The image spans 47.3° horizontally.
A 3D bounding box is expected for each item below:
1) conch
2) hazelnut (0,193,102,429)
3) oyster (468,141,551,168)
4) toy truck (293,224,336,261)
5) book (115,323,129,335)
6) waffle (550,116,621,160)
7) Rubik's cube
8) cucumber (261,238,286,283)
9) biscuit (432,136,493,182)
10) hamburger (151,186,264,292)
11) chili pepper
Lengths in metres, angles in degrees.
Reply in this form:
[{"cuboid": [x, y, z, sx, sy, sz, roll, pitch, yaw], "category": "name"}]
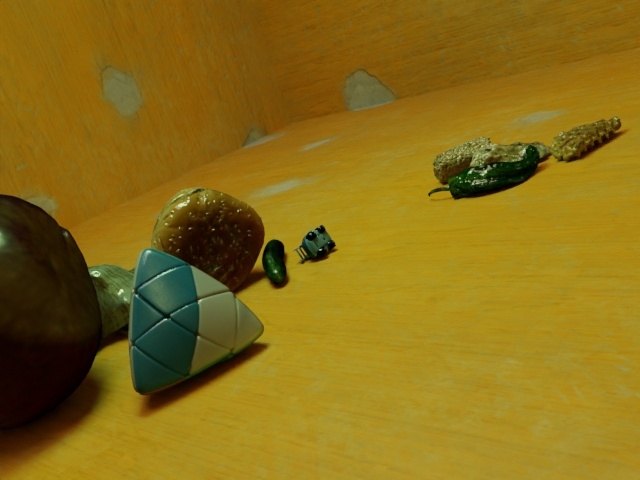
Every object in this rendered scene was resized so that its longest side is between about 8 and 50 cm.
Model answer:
[{"cuboid": [-0.475, 0.119, 1.591, 0.203, 0.169, 0.386, 19, 50, 27], "category": "conch"}, {"cuboid": [-0.596, 0.121, 1.291, 0.402, 0.429, 0.402, -20, -23, -9], "category": "hazelnut"}, {"cuboid": [0.467, -0.215, 1.814, 0.209, 0.072, 0.133, -14, 19, 11], "category": "oyster"}, {"cuboid": [0.000, 0.000, 1.676, 0.074, 0.063, 0.136, -32, 1, 41], "category": "toy truck"}, {"cuboid": [-0.362, 0.167, 1.623, 0.168, 0.013, 0.192, -31, 20, -36], "category": "book"}, {"cuboid": [0.635, -0.242, 1.747, 0.160, 0.046, 0.192, -12, 18, 26], "category": "waffle"}, {"cuboid": [-0.221, 0.174, 1.248, 0.254, 0.254, 0.254, -18, 16, 5], "category": "Rubik's cube"}, {"cuboid": [-0.105, 0.041, 1.664, 0.056, 0.056, 0.284, -19, 15, 0], "category": "cucumber"}, {"cuboid": [0.371, -0.206, 1.888, 0.168, 0.082, 0.070, -21, 40, -9], "category": "biscuit"}, {"cuboid": [-0.261, 0.010, 1.609, 0.286, 0.243, 0.146, -29, 21, -22], "category": "hamburger"}, {"cuboid": [0.386, -0.152, 1.708, 0.279, 0.065, 0.122, -17, 14, 7], "category": "chili pepper"}]
